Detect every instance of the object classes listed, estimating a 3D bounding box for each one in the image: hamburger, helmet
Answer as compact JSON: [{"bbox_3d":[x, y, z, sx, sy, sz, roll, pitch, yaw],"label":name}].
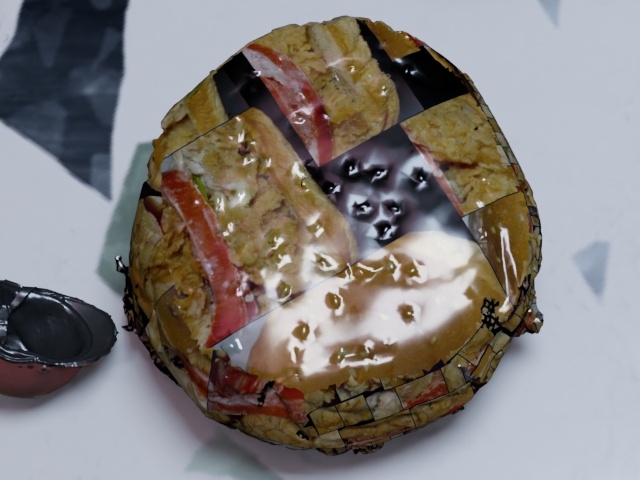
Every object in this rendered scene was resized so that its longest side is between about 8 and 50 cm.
[{"bbox_3d":[0.000,0.000,0.767,0.231,0.107,0.231,-1,66,1],"label":"hamburger"},{"bbox_3d":[-0.154,0.059,0.787,0.084,0.049,0.065,17,29,-11],"label":"helmet"}]
